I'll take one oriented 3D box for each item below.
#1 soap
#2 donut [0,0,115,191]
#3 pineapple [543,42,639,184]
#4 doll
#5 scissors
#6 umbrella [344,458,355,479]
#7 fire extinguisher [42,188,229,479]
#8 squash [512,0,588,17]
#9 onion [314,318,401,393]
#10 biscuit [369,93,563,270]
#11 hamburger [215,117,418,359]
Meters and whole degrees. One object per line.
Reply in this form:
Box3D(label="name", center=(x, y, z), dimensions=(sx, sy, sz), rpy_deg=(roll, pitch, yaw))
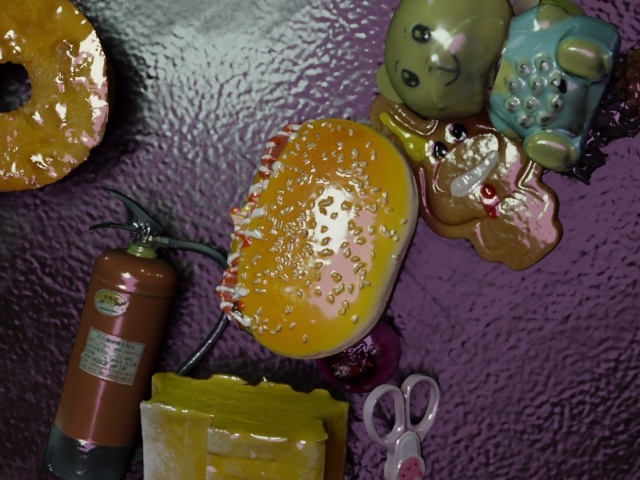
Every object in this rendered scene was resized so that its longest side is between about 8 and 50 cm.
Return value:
Box3D(label="soap", center=(-0.104, 0.319, 1.353), dimensions=(0.259, 0.143, 0.281), rpy_deg=(7, 114, 13))
Box3D(label="donut", center=(-0.391, -0.194, 1.384), dimensions=(0.278, 0.108, 0.277), rpy_deg=(0, 94, 6))
Box3D(label="pineapple", center=(0.363, -0.156, 1.322), dimensions=(0.237, 0.111, 0.119), rpy_deg=(-32, 71, 13))
Box3D(label="doll", center=(0.197, -0.206, 1.224), dimensions=(0.261, 0.161, 0.177), rpy_deg=(20, 123, 12))
Box3D(label="scissors", center=(0.108, 0.296, 1.396), dimensions=(0.118, 0.030, 0.242), rpy_deg=(-11, 106, -35))
Box3D(label="umbrella", center=(-0.005, 0.288, 1.410), dimensions=(0.067, 0.062, 0.143), rpy_deg=(-36, 85, -7))
Box3D(label="fire extinguisher", center=(-0.237, 0.130, 1.412), dimensions=(0.200, 0.113, 0.376), rpy_deg=(9, 99, -38))
Box3D(label="squash", center=(0.306, -0.257, 1.331), dimensions=(0.132, 0.105, 0.105), rpy_deg=(21, 96, -10))
Box3D(label="onion", center=(0.045, 0.145, 1.373), dimensions=(0.115, 0.104, 0.115), rpy_deg=(8, 112, 20))
Box3D(label="biscuit", center=(0.186, -0.096, 1.329), dimensions=(0.186, 0.044, 0.295), rpy_deg=(-45, 74, 21))
Box3D(label="hamburger", center=(0.000, 0.000, 1.308), dimensions=(0.227, 0.151, 0.295), rpy_deg=(17, 83, 29))
